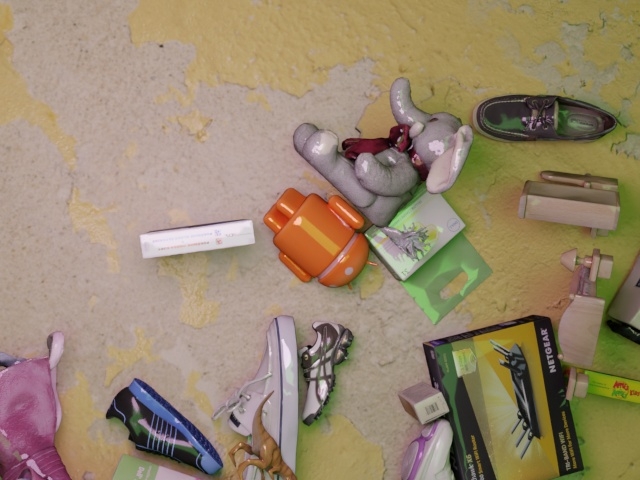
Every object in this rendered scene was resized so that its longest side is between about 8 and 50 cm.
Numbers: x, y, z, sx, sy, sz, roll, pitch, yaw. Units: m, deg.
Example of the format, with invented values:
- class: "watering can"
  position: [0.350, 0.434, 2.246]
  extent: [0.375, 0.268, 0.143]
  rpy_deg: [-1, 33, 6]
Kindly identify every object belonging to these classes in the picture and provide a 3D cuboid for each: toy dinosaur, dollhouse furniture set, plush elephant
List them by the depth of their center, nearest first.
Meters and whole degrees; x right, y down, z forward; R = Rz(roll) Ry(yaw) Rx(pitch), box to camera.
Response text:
- class: "toy dinosaur"
  position: [-0.102, 0.355, 1.258]
  extent: [0.112, 0.064, 0.211]
  rpy_deg: [-25, 112, -13]
- class: "plush elephant"
  position: [0.144, -0.158, 1.300]
  extent: [0.330, 0.272, 0.255]
  rpy_deg: [43, 94, -7]
- class: "dollhouse furniture set"
  position: [0.461, 0.070, 1.428]
  extent: [0.174, 0.303, 0.355]
  rpy_deg: [10, 113, 18]

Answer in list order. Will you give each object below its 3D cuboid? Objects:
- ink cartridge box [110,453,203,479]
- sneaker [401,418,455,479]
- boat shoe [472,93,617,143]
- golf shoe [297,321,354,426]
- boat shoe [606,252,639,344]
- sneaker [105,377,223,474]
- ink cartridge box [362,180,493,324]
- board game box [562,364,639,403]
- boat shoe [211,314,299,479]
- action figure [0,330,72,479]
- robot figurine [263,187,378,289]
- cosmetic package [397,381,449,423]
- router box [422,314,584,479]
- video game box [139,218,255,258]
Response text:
- class: "ink cartridge box"
  position: [-0.221, 0.538, 1.278]
  extent: [0.353, 0.119, 0.207]
  rpy_deg: [21, 112, -7]
- class: "sneaker"
  position: [0.222, 0.487, 1.386]
  extent: [0.152, 0.114, 0.305]
  rpy_deg: [11, 96, -2]
- class: "boat shoe"
  position: [0.448, -0.245, 1.451]
  extent: [0.285, 0.092, 0.102]
  rpy_deg: [5, 87, -8]
- class: "golf shoe"
  position: [-0.010, 0.247, 1.382]
  extent: [0.094, 0.077, 0.198]
  rpy_deg: [22, 76, -1]
- class: "boat shoe"
  position: [0.733, 0.075, 1.481]
  extent: [0.158, 0.127, 0.340]
  rpy_deg: [33, 92, -13]
- class: "sneaker"
  position: [-0.285, 0.359, 1.333]
  extent: [0.232, 0.081, 0.090]
  rpy_deg: [43, 86, 2]
- class: "ink cartridge box"
  position: [0.216, 0.024, 1.429]
  extent: [0.171, 0.056, 0.235]
  rpy_deg: [-40, 92, -8]
- class: "board game box"
  position: [0.584, 0.291, 1.456]
  extent: [0.181, 0.092, 0.043]
  rpy_deg: [13, 85, -8]
- class: "boat shoe"
  position: [-0.121, 0.317, 1.339]
  extent: [0.156, 0.136, 0.367]
  rpy_deg: [2, 98, -5]
- class: "action figure"
  position: [-0.482, 0.388, 1.236]
  extent: [0.276, 0.248, 0.370]
  rpy_deg: [-30, 75, -34]
- class: "robot figurine"
  position: [0.001, -0.001, 1.359]
  extent: [0.219, 0.128, 0.158]
  rpy_deg: [41, 83, -6]
- class: "cosmetic package"
  position: [0.193, 0.306, 1.385]
  extent: [0.060, 0.115, 0.041]
  rpy_deg: [-23, 93, -8]
- class: "router box"
  position: [0.355, 0.322, 1.426]
  extent: [0.243, 0.081, 0.308]
  rpy_deg: [-13, 90, -9]
- class: "video game box"
  position: [-0.215, -0.006, 1.289]
  extent: [0.187, 0.205, 0.048]
  rpy_deg: [-10, 94, -8]
